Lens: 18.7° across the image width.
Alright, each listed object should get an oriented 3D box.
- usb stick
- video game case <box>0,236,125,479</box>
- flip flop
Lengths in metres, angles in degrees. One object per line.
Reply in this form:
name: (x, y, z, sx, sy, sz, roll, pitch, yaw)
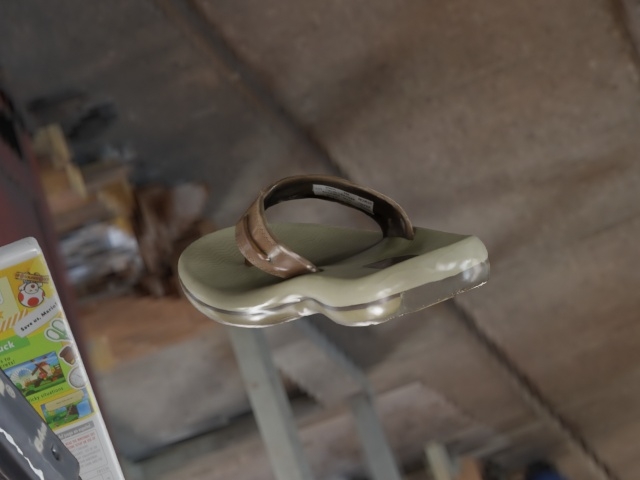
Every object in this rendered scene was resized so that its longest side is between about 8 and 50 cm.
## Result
usb stick: (-0.229, 0.054, 1.108, 0.045, 0.278, 0.077, -35, -161, 2)
video game case: (-0.257, 0.128, 1.252, 0.227, 0.026, 0.206, -21, 114, -9)
flip flop: (0.000, 0.000, 1.172, 0.112, 0.080, 0.277, -27, -167, -24)
